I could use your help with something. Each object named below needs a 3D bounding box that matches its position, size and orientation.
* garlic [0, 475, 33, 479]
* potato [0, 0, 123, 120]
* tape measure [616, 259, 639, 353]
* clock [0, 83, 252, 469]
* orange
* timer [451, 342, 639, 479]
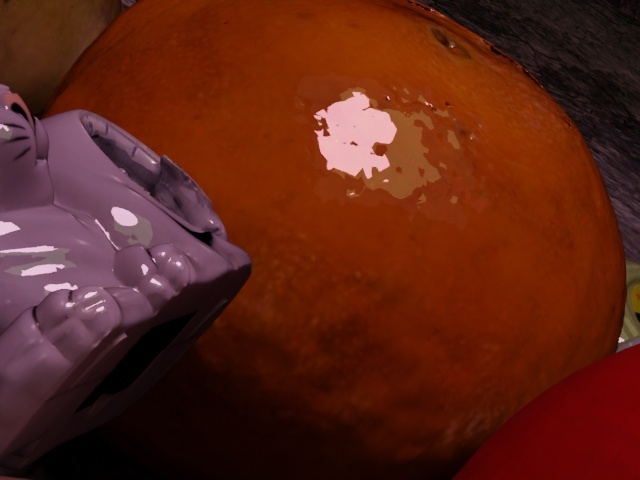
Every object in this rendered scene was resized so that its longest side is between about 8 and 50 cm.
[{"bbox_3d":[-0.073,0.136,0.317,0.191,0.160,0.214,49,29,20],"label":"garlic"},{"bbox_3d":[-0.213,-0.182,0.720,0.300,0.196,0.246,8,36,-51],"label":"potato"},{"bbox_3d":[0.226,0.087,0.927,0.178,0.087,0.154,12,43,-41],"label":"tape measure"},{"bbox_3d":[-0.093,-0.004,0.403,0.117,0.080,0.176,45,9,6],"label":"clock"},{"bbox_3d":[0.000,0.000,0.612,0.284,0.226,0.284,25,24,-12],"label":"orange"},{"bbox_3d":[0.195,0.175,0.385,0.378,0.279,0.378,18,4,-1],"label":"timer"}]
